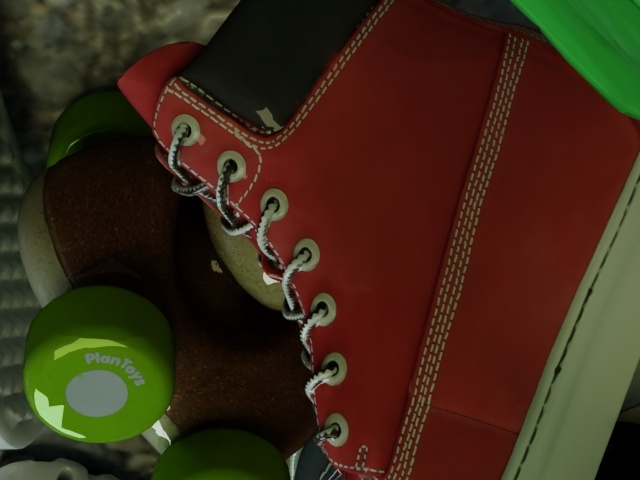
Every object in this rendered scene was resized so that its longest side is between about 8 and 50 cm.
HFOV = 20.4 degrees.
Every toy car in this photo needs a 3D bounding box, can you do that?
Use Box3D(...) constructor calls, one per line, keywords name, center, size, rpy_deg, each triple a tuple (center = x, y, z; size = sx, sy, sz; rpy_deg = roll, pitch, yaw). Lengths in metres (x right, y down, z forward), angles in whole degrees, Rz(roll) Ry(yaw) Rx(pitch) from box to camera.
Box3D(name="toy car", center=(0.000, 0.000, 0.649), size=(0.188, 0.155, 0.149), rpy_deg=(-27, 124, 15))

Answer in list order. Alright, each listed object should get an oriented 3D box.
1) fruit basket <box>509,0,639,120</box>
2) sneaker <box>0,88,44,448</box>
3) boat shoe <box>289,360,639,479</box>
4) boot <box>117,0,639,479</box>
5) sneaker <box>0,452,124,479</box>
Box3D(name="fruit basket", center=(0.151, -0.189, 0.362), size=(0.353, 0.165, 0.327), rpy_deg=(-46, 123, 6))
Box3D(name="sneaker", center=(-0.184, -0.053, 0.636), size=(0.128, 0.126, 0.321), rpy_deg=(6, 128, 15))
Box3D(name="boat shoe", center=(0.103, 0.070, 0.709), size=(0.340, 0.113, 0.127), rpy_deg=(-33, 120, 33))
Box3D(name="boot", center=(0.000, 0.033, 0.532), size=(0.176, 0.244, 0.088), rpy_deg=(23, 166, 1))
Box3D(name="sneaker", center=(-0.054, 0.178, 0.840), size=(0.234, 0.106, 0.078), rpy_deg=(14, 134, -4))
